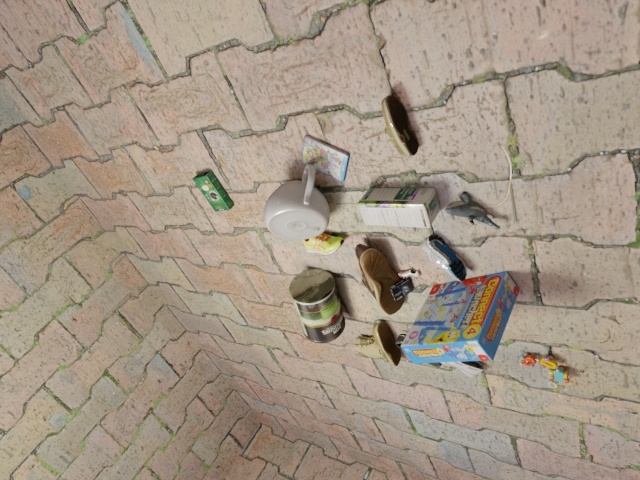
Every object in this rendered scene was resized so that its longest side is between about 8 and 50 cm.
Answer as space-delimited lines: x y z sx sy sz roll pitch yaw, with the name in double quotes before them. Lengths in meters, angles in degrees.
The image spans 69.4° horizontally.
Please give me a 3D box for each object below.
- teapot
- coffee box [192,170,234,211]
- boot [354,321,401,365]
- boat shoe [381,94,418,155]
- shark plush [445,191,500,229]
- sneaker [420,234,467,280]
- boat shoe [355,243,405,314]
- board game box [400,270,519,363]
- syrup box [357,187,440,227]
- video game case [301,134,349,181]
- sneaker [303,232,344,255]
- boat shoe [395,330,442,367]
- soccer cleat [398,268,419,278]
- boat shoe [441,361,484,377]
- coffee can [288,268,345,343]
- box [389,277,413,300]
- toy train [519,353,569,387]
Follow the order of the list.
"teapot" -0.083 -0.133 1.664 0.256 0.186 0.252 -13 149 22
"coffee box" -0.464 -0.210 2.007 0.113 0.040 0.184 -4 127 43
"boot" 0.238 0.463 2.116 0.204 0.095 0.261 3 136 39
"boat shoe" 0.208 -0.318 1.309 0.072 0.068 0.189 10 137 49
"shark plush" 0.450 -0.068 1.372 0.161 0.067 0.073 36 144 2
"sneaker" 0.413 0.064 1.560 0.190 0.071 0.083 49 150 -1
"boat shoe" 0.221 0.146 1.784 0.342 0.123 0.123 56 171 -35
"board game box" 0.457 0.256 1.520 0.086 0.308 0.302 51 142 -15
"syrup box" 0.249 -0.107 1.477 0.237 0.093 0.096 4 132 38
"video game case" 0.015 -0.275 1.556 0.166 0.015 0.119 27 142 14
"sneaker" 0.000 0.000 1.816 0.209 0.081 0.094 -4 125 43
"boat shoe" 0.425 0.486 2.000 0.228 0.068 0.081 36 144 2
"soccer cleat" 0.328 0.121 1.719 0.083 0.029 0.035 5 124 33
"boat shoe" 0.559 0.474 1.883 0.226 0.083 0.075 27 132 -4
"coffee can" -0.012 0.290 2.040 0.202 0.201 0.275 13 137 30
"box" 0.308 0.184 1.759 0.018 0.083 0.067 45 162 55
"toy train" 0.811 0.454 1.666 0.166 0.046 0.125 40 145 2
